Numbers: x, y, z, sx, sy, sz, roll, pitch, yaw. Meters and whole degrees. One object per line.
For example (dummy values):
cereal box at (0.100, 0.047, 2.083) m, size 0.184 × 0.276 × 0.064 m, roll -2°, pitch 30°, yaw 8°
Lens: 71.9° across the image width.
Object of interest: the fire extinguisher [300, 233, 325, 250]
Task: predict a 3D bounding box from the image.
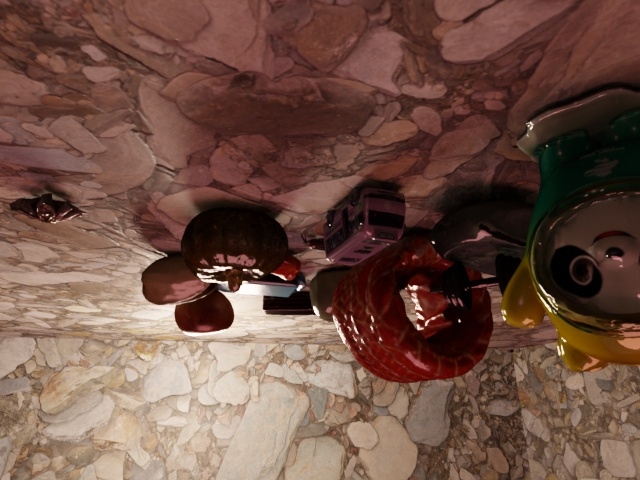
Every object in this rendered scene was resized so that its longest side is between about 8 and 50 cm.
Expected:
fire extinguisher at (0.001, 0.006, 1.048) m, size 0.046 × 0.032 × 0.100 m, roll -4°, pitch 169°, yaw 41°

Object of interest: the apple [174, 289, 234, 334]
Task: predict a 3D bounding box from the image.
apple at (-0.401, 0.244, 1.527) m, size 0.201 × 0.162 × 0.201 m, roll -8°, pitch 168°, yaw -2°

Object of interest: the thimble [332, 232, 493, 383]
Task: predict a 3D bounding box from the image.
thimble at (0.225, 0.165, 1.067) m, size 0.351 × 0.349 × 0.231 m, roll 11°, pitch 159°, yaw -28°

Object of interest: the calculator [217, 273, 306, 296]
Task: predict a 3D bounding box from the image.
calculator at (-0.190, 0.130, 1.359) m, size 0.293 × 0.051 × 0.173 m, roll 6°, pitch 160°, yaw -14°

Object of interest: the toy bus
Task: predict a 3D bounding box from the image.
toy bus at (0.080, -0.024, 0.854) m, size 0.096 × 0.108 × 0.199 m, roll 8°, pitch 159°, yaw -21°

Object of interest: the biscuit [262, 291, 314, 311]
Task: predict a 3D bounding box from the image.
biscuit at (-0.017, 0.231, 1.610) m, size 0.389 × 0.073 × 0.107 m, roll -1°, pitch 161°, yaw -1°

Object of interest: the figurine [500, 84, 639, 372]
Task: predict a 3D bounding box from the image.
figurine at (0.388, -0.006, 0.572) m, size 0.324 × 0.339 × 0.232 m, roll -14°, pitch 156°, yaw 38°

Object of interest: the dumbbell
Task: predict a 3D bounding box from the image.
dumbbell at (0.307, 0.080, 0.826) m, size 0.209 × 0.099 × 0.099 m, roll -14°, pitch 156°, yaw 31°

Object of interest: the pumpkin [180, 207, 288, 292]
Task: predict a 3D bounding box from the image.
pumpkin at (-0.185, 0.027, 0.921) m, size 0.219 × 0.162 × 0.219 m, roll -3°, pitch 164°, yaw -1°

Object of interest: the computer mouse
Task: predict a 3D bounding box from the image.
computer mouse at (0.383, -0.007, 0.895) m, size 0.374 × 0.114 × 0.203 m, roll 15°, pitch 153°, yaw -31°

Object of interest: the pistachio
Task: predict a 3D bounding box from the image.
pistachio at (-0.376, 0.105, 1.177) m, size 0.206 × 0.131 × 0.129 m, roll -6°, pitch 168°, yaw 4°

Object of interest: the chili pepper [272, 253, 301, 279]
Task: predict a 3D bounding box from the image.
chili pepper at (-0.108, 0.063, 1.154) m, size 0.123 × 0.073 × 0.070 m, roll 24°, pitch -169°, yaw -44°

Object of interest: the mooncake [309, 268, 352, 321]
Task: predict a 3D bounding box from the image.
mooncake at (0.098, 0.174, 1.372) m, size 0.275 × 0.135 × 0.275 m, roll -4°, pitch 160°, yaw -2°

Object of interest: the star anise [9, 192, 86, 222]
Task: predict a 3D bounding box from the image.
star anise at (-0.500, -0.061, 0.812) m, size 0.124 × 0.056 × 0.129 m, roll 5°, pitch 175°, yaw -22°
